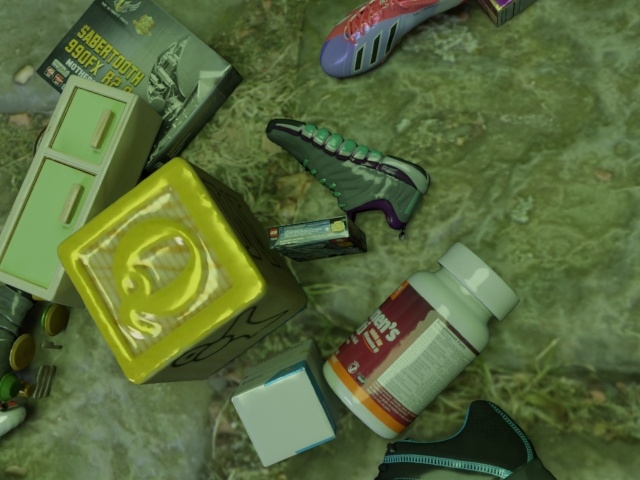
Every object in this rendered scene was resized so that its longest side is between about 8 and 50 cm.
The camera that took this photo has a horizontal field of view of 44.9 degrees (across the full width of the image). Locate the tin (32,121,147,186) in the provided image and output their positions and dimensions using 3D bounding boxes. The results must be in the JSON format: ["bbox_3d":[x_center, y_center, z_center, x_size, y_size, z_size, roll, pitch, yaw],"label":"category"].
[{"bbox_3d":[-0.317,-0.094,1.074,0.189,0.040,0.106,41,96,15],"label":"tin"}]

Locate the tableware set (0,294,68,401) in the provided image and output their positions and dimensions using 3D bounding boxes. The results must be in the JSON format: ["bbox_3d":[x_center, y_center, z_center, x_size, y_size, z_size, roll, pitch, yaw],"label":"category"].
[{"bbox_3d":[-0.377,0.134,1.017,0.024,0.104,0.154,12,83,15],"label":"tableware set"}]

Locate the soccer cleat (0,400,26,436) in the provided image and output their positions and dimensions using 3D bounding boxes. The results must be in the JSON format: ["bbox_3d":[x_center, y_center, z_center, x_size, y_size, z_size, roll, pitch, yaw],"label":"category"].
[{"bbox_3d":[-0.471,0.274,1.039,0.196,0.068,0.076,-23,85,14],"label":"soccer cleat"}]

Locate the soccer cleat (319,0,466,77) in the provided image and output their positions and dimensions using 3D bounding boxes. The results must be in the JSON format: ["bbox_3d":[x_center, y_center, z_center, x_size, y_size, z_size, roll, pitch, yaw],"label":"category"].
[{"bbox_3d":[0.091,-0.289,0.963,0.248,0.095,0.083,-27,77,24],"label":"soccer cleat"}]

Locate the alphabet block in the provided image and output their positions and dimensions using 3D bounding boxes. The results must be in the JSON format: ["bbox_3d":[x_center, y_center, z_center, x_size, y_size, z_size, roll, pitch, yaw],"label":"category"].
[{"bbox_3d":[-0.157,0.045,0.934,0.192,0.197,0.193,-37,75,4],"label":"alphabet block"}]

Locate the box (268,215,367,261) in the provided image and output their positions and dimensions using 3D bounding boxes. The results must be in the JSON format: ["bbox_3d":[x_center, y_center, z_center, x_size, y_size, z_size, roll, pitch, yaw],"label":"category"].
[{"bbox_3d":[0.000,0.000,0.937,0.093,0.137,0.027,-8,80,10],"label":"box"}]

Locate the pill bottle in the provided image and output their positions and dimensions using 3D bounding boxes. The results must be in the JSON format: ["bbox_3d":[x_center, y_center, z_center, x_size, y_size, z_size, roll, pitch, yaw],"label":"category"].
[{"bbox_3d":[0.117,0.113,0.902,0.221,0.121,0.121,-46,75,2],"label":"pill bottle"}]

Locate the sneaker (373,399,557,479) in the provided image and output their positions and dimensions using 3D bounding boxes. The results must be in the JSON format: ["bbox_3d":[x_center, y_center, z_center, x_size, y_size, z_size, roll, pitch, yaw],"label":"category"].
[{"bbox_3d":[0.094,0.313,0.891,0.340,0.125,0.140,-29,63,0],"label":"sneaker"}]

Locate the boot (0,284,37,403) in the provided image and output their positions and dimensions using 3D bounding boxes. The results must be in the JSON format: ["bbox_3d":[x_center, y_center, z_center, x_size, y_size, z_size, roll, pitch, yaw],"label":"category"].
[{"bbox_3d":[-0.495,0.139,1.062,0.246,0.083,0.161,-4,59,27],"label":"boot"}]

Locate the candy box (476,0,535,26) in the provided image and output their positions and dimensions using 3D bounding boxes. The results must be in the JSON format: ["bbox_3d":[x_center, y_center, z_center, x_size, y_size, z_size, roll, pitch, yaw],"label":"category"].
[{"bbox_3d":[0.270,-0.372,0.980,0.186,0.053,0.109,-34,76,4],"label":"candy box"}]

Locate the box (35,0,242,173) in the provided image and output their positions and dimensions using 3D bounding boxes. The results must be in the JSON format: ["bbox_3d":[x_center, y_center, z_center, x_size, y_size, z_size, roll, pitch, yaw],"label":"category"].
[{"bbox_3d":[-0.251,-0.228,1.069,0.231,0.056,0.183,41,92,15],"label":"box"}]

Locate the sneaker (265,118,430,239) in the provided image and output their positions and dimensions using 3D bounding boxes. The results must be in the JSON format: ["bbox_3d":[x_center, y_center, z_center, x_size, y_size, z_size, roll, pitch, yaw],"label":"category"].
[{"bbox_3d":[0.020,-0.080,0.976,0.223,0.083,0.098,22,92,14],"label":"sneaker"}]

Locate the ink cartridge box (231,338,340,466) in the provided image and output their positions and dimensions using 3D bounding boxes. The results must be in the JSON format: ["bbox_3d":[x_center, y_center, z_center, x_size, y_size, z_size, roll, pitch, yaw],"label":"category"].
[{"bbox_3d":[-0.035,0.186,0.922,0.092,0.143,0.090,-24,95,8],"label":"ink cartridge box"}]

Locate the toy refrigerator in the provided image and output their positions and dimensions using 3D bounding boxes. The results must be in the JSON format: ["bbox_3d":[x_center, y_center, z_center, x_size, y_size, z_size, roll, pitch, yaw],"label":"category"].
[{"bbox_3d":[-0.307,-0.061,0.971,0.102,0.094,0.270,20,83,14],"label":"toy refrigerator"}]
